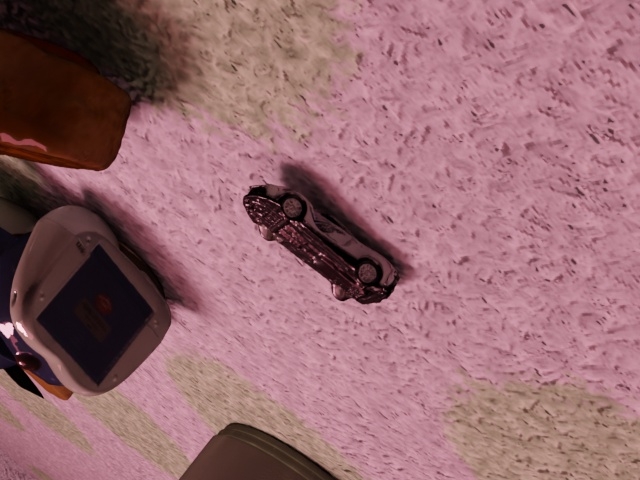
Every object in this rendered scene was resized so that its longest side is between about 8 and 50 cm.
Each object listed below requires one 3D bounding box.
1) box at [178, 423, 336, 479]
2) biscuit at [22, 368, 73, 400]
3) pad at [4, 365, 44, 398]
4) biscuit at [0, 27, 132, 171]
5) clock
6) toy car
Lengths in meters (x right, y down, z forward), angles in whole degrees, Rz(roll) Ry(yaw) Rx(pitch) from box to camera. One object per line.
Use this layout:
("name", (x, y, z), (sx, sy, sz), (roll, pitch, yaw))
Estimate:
("box", (-0.051, 0.303, 0.993), (0.226, 0.149, 0.226), (32, 155, 17))
("biscuit", (-0.338, 0.069, 1.101), (0.212, 0.041, 0.239), (44, 152, 16))
("pad", (-0.439, 0.123, 1.301), (0.250, 0.055, 0.323), (48, 150, 10))
("biscuit", (-0.275, -0.100, 0.513), (0.358, 0.074, 0.381), (11, 177, -37))
("clock", (-0.250, 0.036, 0.833), (0.243, 0.147, 0.200), (6, 144, 40))
("toy car", (0.000, 0.000, 0.543), (0.093, 0.025, 0.041), (40, 155, -10))
